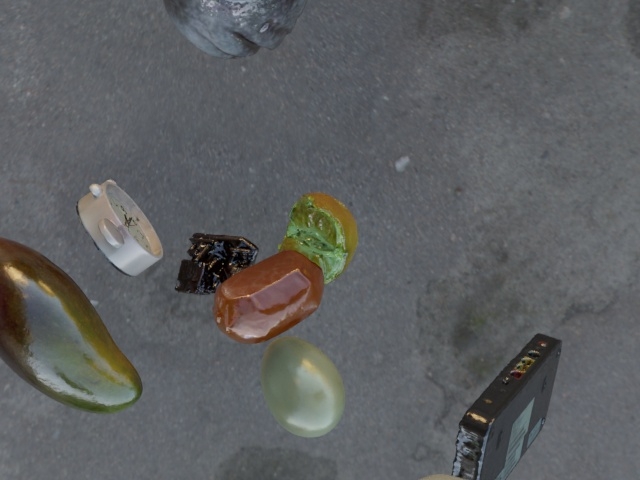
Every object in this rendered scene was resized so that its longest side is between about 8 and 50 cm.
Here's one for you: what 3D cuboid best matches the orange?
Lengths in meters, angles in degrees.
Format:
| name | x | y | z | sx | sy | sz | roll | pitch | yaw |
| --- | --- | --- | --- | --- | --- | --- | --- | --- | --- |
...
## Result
| name | x | y | z | sx | sy | sz | roll | pitch | yaw |
| --- | --- | --- | --- | --- | --- | --- | --- | --- | --- |
| orange | 0.004 | -0.003 | 1.850 | 0.158 | 0.179 | 0.237 | -14 | 128 | -46 |

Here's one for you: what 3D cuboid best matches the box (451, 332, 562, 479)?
| name | x | y | z | sx | sy | sz | roll | pitch | yaw |
| --- | --- | --- | --- | --- | --- | --- | --- | --- | --- |
| box | 0.328 | 0.314 | 1.318 | 0.058 | 0.350 | 0.211 | 21 | 119 | 30 |

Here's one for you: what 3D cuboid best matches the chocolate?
| name | x | y | z | sx | sy | sz | roll | pitch | yaw |
| --- | --- | --- | --- | --- | --- | --- | --- | --- | --- |
| chocolate | -0.164 | -0.447 | 1.416 | 0.303 | 0.303 | 0.213 | 0 | 139 | -10 |

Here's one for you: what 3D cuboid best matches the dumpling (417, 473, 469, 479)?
| name | x | y | z | sx | sy | sz | roll | pitch | yaw |
| --- | --- | --- | --- | --- | --- | --- | --- | --- | --- |
| dumpling | 0.092 | 0.256 | 0.624 | 0.247 | 0.172 | 0.142 | 38 | 75 | -22 |

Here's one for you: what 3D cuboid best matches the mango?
| name | x | y | z | sx | sy | sz | roll | pitch | yaw |
| --- | --- | --- | --- | --- | --- | --- | --- | --- | --- |
| mango | -0.314 | 0.099 | 0.868 | 0.267 | 0.111 | 0.133 | 46 | 123 | -1 |

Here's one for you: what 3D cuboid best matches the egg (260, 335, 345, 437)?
| name | x | y | z | sx | sy | sz | roll | pitch | yaw |
| --- | --- | --- | --- | --- | --- | --- | --- | --- | --- |
| egg | -0.047 | 0.347 | 1.810 | 0.188 | 0.188 | 0.254 | -35 | 78 | 7 |

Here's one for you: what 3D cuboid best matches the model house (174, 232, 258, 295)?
| name | x | y | z | sx | sy | sz | roll | pitch | yaw |
| --- | --- | --- | --- | --- | --- | --- | --- | --- | --- |
| model house | -0.274 | 0.072 | 1.973 | 0.203 | 0.164 | 0.141 | -2 | 118 | 27 |

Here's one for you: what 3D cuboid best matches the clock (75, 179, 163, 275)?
| name | x | y | z | sx | sy | sz | roll | pitch | yaw |
| --- | --- | --- | --- | --- | --- | --- | --- | --- | --- |
| clock | -0.324 | -0.019 | 1.215 | 0.063 | 0.229 | 0.156 | -35 | 99 | 3 |

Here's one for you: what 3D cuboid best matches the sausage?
| name | x | y | z | sx | sy | sz | roll | pitch | yaw |
| --- | --- | --- | --- | --- | --- | --- | --- | --- | --- |
| sausage | -0.113 | 0.123 | 1.643 | 0.268 | 0.153 | 0.141 | -28 | 126 | -28 |
